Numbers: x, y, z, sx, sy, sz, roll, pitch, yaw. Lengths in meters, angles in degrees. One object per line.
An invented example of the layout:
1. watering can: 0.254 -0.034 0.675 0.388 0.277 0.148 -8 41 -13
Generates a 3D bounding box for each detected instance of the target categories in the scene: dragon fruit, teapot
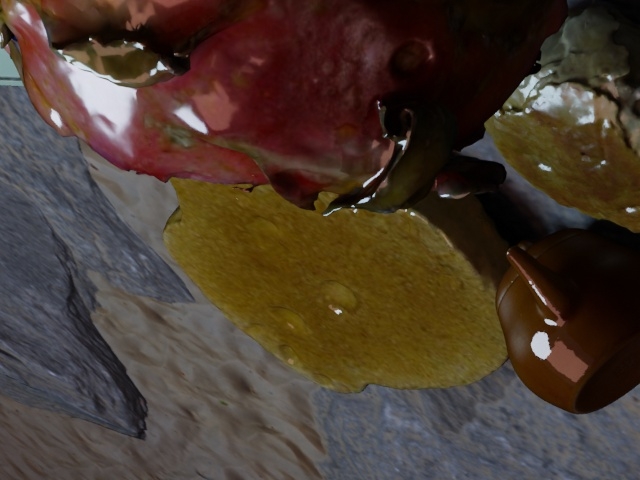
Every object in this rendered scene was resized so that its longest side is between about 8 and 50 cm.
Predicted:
1. dragon fruit: -0.039 -0.199 0.805 0.314 0.296 0.263 18 147 15
2. teapot: 0.159 0.041 1.189 0.116 0.116 0.173 20 176 28

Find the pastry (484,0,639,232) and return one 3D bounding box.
1. pastry: 0.158 -0.062 1.028 0.153 0.081 0.153 24 150 14

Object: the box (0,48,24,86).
1. box: -0.092 -0.153 1.071 0.225 0.086 0.129 3 149 4

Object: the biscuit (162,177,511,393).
1. biscuit: 0.001 -0.002 1.344 0.287 0.057 0.343 42 154 -15
